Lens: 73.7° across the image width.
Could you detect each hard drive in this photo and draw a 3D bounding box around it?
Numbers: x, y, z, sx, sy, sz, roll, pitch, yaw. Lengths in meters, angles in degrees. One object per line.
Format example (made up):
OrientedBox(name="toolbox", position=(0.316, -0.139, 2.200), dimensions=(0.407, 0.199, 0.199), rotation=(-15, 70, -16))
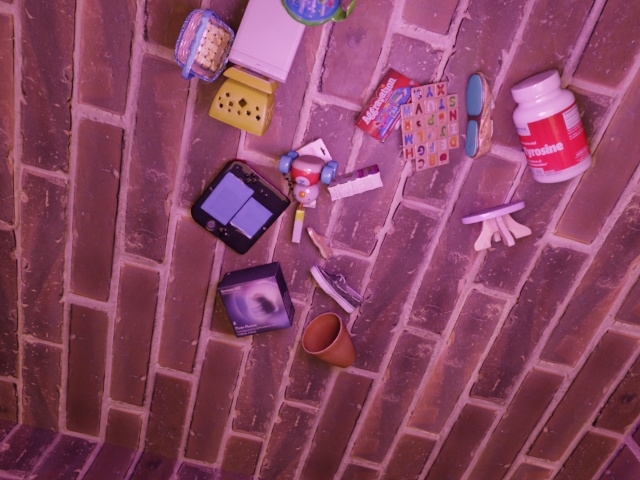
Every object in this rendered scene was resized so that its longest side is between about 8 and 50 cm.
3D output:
OrientedBox(name="hard drive", position=(-0.185, -0.822, 1.653), dimensions=(0.232, 0.047, 0.354), rotation=(20, 88, -6))

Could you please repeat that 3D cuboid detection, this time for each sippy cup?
OrientedBox(name="sippy cup", position=(-0.020, -0.939, 1.534), dimensions=(0.305, 0.224, 0.240), rotation=(1, 89, -9))

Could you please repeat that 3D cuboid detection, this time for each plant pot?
OrientedBox(name="plant pot", position=(-0.294, -0.579, 1.725), dimensions=(0.228, 0.227, 0.207), rotation=(20, 117, -6))
OrientedBox(name="plant pot", position=(0.071, 0.544, 2.204), dimensions=(0.237, 0.237, 0.254), rotation=(-30, 122, 14))

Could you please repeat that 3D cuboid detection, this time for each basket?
OrientedBox(name="basket", position=(-0.444, -0.749, 1.636), dimensions=(0.201, 0.289, 0.255), rotation=(28, 112, -9))

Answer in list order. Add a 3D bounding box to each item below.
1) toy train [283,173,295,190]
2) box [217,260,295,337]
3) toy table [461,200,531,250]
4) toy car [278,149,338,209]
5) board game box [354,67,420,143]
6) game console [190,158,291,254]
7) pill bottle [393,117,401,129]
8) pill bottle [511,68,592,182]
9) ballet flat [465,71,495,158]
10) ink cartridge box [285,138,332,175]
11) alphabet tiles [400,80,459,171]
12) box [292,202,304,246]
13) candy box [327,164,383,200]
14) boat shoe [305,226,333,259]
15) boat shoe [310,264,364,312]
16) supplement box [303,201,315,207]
OrientedBox(name="toy train", position=(-0.126, -0.251, 1.974), dimensions=(0.036, 0.027, 0.158), rotation=(-26, 109, 1))
OrientedBox(name="box", position=(-0.314, 0.295, 2.126), dimensions=(0.295, 0.183, 0.294), rotation=(-13, 110, 8))
OrientedBox(name="toy table", position=(0.789, -0.065, 1.912), dimensions=(0.274, 0.252, 0.161), rotation=(-17, 94, 18))
OrientedBox(name="toy car", position=(-0.062, -0.232, 1.805), dimensions=(0.219, 0.210, 0.238), rotation=(15, 114, 7))
OrientedBox(name="board game box", position=(0.273, -0.553, 1.751), dimensions=(0.145, 0.027, 0.281), rotation=(32, 87, 8))
OrientedBox(name="game console", position=(-0.382, -0.155, 2.007), dimensions=(0.342, 0.060, 0.386), rotation=(40, 109, -13))
OrientedBox(name="pill bottle", position=(0.284, -0.513, 1.808), dimensions=(0.169, 0.094, 0.094), rotation=(-4, 112, 5))
OrientedBox(name="pill bottle", position=(0.925, -0.459, 1.730), dimensions=(0.228, 0.229, 0.408), rotation=(-25, 109, 12))
OrientedBox(name="ballet flat", position=(0.675, -0.521, 1.789), dimensions=(0.123, 0.123, 0.349), rotation=(-3, 112, 4))
OrientedBox(name="ink cartridge box", position=(-0.057, -0.365, 1.900), dimensions=(0.198, 0.067, 0.115), rotation=(-25, 110, 14))
OrientedBox(name="alphabet tiles", position=(0.465, -0.476, 1.796), dimensions=(0.284, 0.011, 0.343), rotation=(-17, 113, -18))
OrientedBox(name="box", position=(-0.104, -0.074, 2.000), dimensions=(0.042, 0.109, 0.179), rotation=(8, 113, -5))
OrientedBox(name="candy box", position=(0.152, -0.256, 1.887), dimensions=(0.233, 0.159, 0.071), rotation=(-15, 110, 9))
OrientedBox(name="boat shoe", position=(0.000, 0.000, 2.058), dimensions=(0.072, 0.068, 0.190), rotation=(-32, 118, 2))
OrientedBox(name="boat shoe", position=(0.087, 0.219, 2.124), dimensions=(0.119, 0.121, 0.335), rotation=(-41, 116, 9))
OrientedBox(name="supplement box", position=(-0.051, -0.184, 1.957), dimensions=(0.062, 0.098, 0.036), rotation=(7, 113, 0))
